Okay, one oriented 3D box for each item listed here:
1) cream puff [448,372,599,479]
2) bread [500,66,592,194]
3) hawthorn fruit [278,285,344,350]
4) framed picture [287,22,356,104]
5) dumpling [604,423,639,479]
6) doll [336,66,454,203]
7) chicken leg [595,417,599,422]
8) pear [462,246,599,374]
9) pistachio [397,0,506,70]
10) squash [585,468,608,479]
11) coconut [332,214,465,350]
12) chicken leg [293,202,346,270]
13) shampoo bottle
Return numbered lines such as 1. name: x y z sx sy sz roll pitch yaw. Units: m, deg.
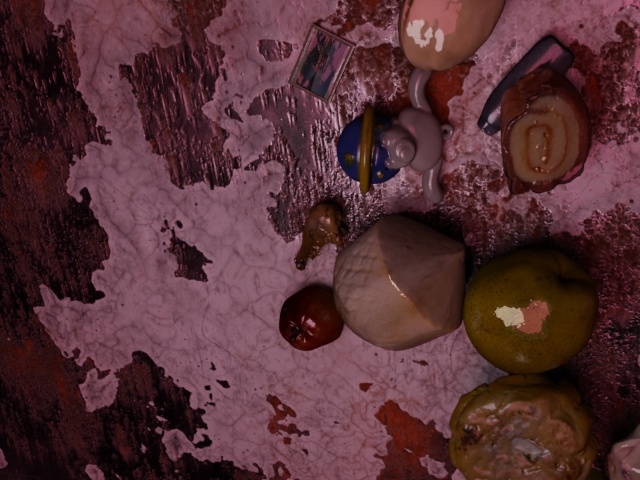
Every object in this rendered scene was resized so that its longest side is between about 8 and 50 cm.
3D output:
1. cream puff: 0.460 0.425 1.819 0.324 0.257 0.291 -34 95 24
2. bread: 0.451 -0.230 1.598 0.190 0.123 0.244 -12 127 6
3. hawthorn fruit: -0.030 0.198 1.922 0.156 0.194 0.157 10 113 26
4. framed picture: 0.002 -0.394 1.770 0.109 0.011 0.149 28 117 5
5. dumpling: 0.795 0.526 1.834 0.243 0.187 0.318 -43 105 -12
6. doll: 0.159 -0.232 1.704 0.242 0.159 0.311 12 111 14
7. chicken leg: 0.629 0.443 1.906 0.083 0.021 0.036 -42 85 23
8. pear: 0.449 0.154 1.707 0.294 0.294 0.295 6 113 15
9. pistachio: 0.261 -0.486 1.549 0.193 0.213 0.318 39 120 43
10. squash: 0.648 0.643 1.889 0.095 0.188 0.095 6 115 14
11. coconut: 0.195 0.092 1.762 0.328 0.329 0.329 6 113 15
12. chicken leg: -0.003 -0.002 1.899 0.101 0.085 0.208 23 127 -8
13. shampoo bottle: 0.419 -0.316 1.646 0.087 0.049 0.234 40 118 -5
